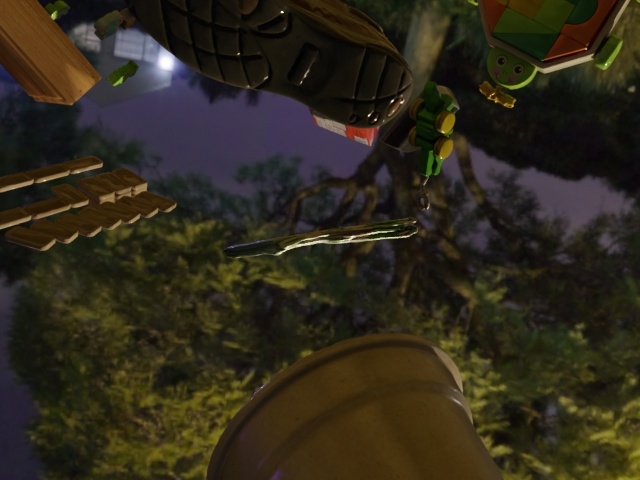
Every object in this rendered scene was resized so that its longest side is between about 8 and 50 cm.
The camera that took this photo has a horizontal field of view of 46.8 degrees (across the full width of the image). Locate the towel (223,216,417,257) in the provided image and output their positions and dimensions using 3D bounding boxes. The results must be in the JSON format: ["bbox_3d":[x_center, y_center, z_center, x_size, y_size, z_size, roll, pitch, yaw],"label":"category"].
[{"bbox_3d":[0.000,0.000,1.486,0.324,0.038,0.248,-9,-179,-29],"label":"towel"}]

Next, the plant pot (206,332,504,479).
[{"bbox_3d":[0.085,0.322,0.768,0.333,0.334,0.305,1,-148,-30],"label":"plant pot"}]

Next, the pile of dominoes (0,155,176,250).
[{"bbox_3d":[-0.355,-0.045,1.041,0.196,0.040,0.251,31,-144,31],"label":"pile of dominoes"}]

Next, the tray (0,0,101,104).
[{"bbox_3d":[-0.523,-0.384,1.106,0.076,0.411,0.202,-48,-146,-18],"label":"tray"}]

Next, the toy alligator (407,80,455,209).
[{"bbox_3d":[0.153,-0.129,0.982,0.051,0.190,0.056,-30,-135,-31],"label":"toy alligator"}]

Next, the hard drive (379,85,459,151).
[{"bbox_3d":[0.233,-0.271,1.672,0.054,0.172,0.254,47,-159,9],"label":"hard drive"}]

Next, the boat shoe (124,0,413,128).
[{"bbox_3d":[-0.052,-0.228,0.782,0.324,0.122,0.120,24,-142,-24],"label":"boat shoe"}]

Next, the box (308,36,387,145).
[{"bbox_3d":[0.051,-0.288,1.370,0.128,0.123,0.257,23,172,13],"label":"box"}]

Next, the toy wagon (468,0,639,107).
[{"bbox_3d":[0.377,-0.384,1.221,0.267,0.344,0.068,34,-169,18],"label":"toy wagon"}]

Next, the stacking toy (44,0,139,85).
[{"bbox_3d":[-0.331,-0.380,1.251,0.167,0.052,0.221,44,-125,-3],"label":"stacking toy"}]
